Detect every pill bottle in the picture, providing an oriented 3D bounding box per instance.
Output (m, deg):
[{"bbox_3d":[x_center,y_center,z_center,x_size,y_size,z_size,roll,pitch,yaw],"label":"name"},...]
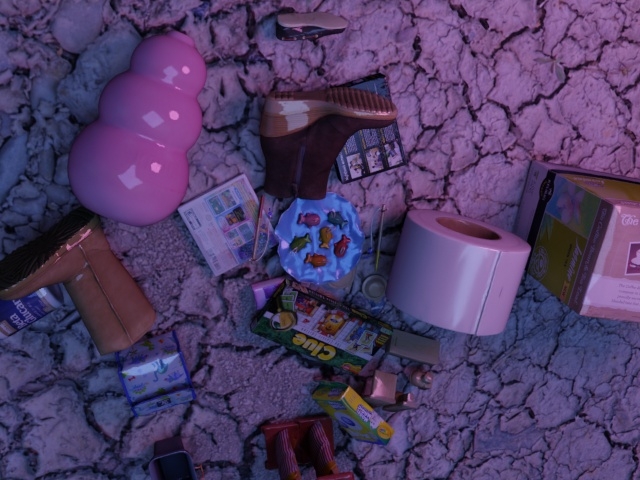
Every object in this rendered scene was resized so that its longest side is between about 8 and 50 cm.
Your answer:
[{"bbox_3d":[-0.561,0.120,1.560,0.169,0.094,0.094,-31,112,-2],"label":"pill bottle"}]

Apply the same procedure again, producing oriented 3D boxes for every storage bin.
[{"bbox_3d":[-0.289,0.462,1.739,0.098,0.091,0.135,-14,111,-8],"label":"storage bin"}]

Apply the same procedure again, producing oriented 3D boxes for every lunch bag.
[{"bbox_3d":[-0.318,0.270,1.673,0.128,0.096,0.151,-16,125,-10],"label":"lunch bag"}]

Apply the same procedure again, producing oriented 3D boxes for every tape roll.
[{"bbox_3d":[0.261,0.055,1.652,0.246,0.246,0.169,10,105,-16],"label":"tape roll"}]

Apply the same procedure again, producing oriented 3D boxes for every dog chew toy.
[{"bbox_3d":[-0.295,-0.195,1.469,0.206,0.206,0.332,22,94,-19],"label":"dog chew toy"}]

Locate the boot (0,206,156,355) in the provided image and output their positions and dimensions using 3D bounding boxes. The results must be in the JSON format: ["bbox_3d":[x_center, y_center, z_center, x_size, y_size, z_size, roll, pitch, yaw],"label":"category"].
[{"bbox_3d":[-0.426,0.108,1.520,0.236,0.089,0.270,-39,132,-26],"label":"boot"}]

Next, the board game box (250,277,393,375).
[{"bbox_3d":[0.004,0.176,1.721,0.259,0.030,0.136,25,119,-24],"label":"board game box"}]

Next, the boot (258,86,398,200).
[{"bbox_3d":[0.012,-0.171,1.577,0.248,0.090,0.207,3,126,4],"label":"boot"}]

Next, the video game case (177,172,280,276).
[{"bbox_3d":[-0.173,-0.029,1.643,0.143,0.019,0.157,-28,111,-3],"label":"video game case"}]

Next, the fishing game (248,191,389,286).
[{"bbox_3d":[0.000,0.000,1.664,0.264,0.041,0.189,8,100,-17],"label":"fishing game"}]

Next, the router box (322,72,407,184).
[{"bbox_3d":[0.078,-0.210,1.626,0.133,0.046,0.179,-18,111,-6],"label":"router box"}]

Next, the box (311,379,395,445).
[{"bbox_3d":[0.060,0.351,1.776,0.179,0.105,0.043,48,61,-21],"label":"box"}]

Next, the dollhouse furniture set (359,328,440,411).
[{"bbox_3d":[0.153,0.279,1.817,0.144,0.123,0.151,17,68,-18],"label":"dollhouse furniture set"}]

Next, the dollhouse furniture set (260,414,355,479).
[{"bbox_3d":[-0.017,0.577,1.792,0.152,0.201,0.374,-10,116,-10],"label":"dollhouse furniture set"}]

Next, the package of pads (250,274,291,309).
[{"bbox_3d":[-0.094,0.101,1.697,0.083,0.032,0.050,-15,115,-7],"label":"package of pads"}]

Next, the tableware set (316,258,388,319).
[{"bbox_3d":[0.059,0.117,1.745,0.168,0.020,0.141,27,100,-18],"label":"tableware set"}]

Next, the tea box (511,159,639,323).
[{"bbox_3d":[0.594,0.006,1.671,0.328,0.323,0.220,8,106,-15],"label":"tea box"}]

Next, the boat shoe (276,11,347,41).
[{"bbox_3d":[-0.017,-0.382,1.551,0.133,0.049,0.042,-6,137,-18],"label":"boat shoe"}]
